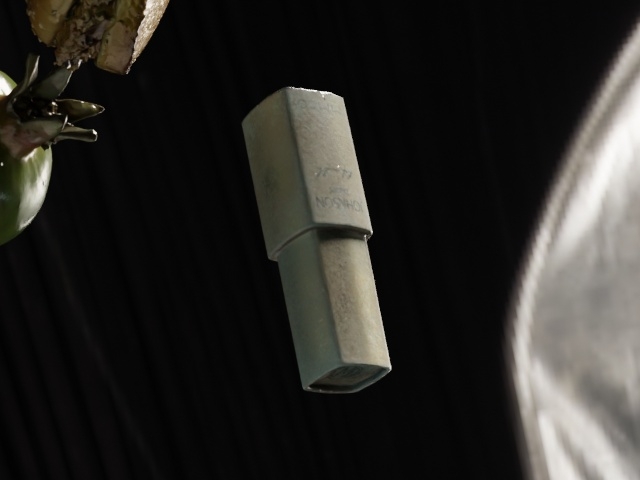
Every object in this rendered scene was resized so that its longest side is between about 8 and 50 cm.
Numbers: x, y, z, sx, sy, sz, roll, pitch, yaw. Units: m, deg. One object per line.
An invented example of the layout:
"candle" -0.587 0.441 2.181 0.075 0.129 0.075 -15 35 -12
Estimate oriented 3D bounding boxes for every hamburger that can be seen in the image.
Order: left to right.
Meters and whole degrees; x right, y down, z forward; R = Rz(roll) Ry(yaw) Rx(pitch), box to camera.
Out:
"hamburger" -0.179 -0.228 1.611 0.118 0.191 0.182 20 -12 0

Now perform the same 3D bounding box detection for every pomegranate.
"pomegranate" -0.298 -0.086 1.671 0.224 0.181 0.181 -27 11 29

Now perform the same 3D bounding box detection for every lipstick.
"lipstick" 0.000 0.000 1.608 0.079 0.253 0.077 5 -29 -37
